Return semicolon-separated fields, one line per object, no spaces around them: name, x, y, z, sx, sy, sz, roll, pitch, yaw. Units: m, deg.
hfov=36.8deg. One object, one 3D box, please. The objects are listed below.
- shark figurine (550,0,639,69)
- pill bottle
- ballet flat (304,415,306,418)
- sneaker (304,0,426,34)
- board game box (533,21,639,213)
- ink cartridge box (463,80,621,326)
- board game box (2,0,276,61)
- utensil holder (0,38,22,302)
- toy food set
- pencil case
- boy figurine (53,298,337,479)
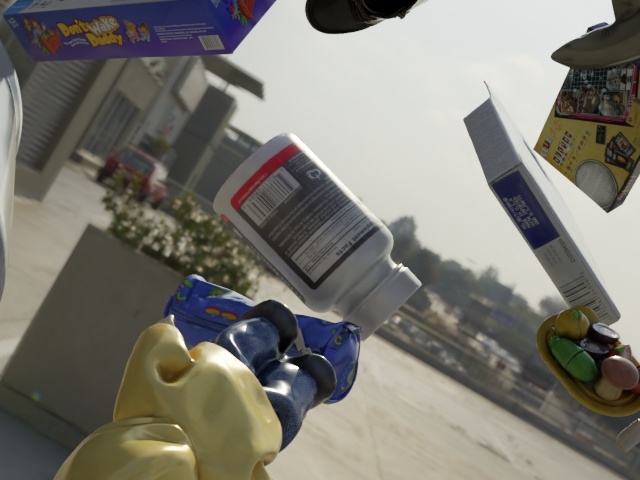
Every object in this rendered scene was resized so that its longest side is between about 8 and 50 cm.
shark figurine;0.403;-0.271;1.131;0.166;0.116;0.278;14;-36;-5
pill bottle;0.000;0.000;1.494;0.318;0.176;0.176;46;0;5
ballet flat;-0.103;0.196;0.855;0.074;0.203;0.074;40;-22;20
sneaker;0.044;-0.270;1.045;0.222;0.118;0.083;-14;-70;43
board game box;0.427;-0.181;1.441;0.165;0.042;0.243;47;-34;26
ink cartridge box;0.343;-0.060;1.545;0.324;0.071;0.330;51;17;-24
board game box;-0.201;-0.329;1.218;0.347;0.233;0.078;5;-43;34
utensil holder;-0.438;-0.064;0.859;0.328;0.327;0.385;31;13;-27
toy food set;0.394;0.164;1.314;0.218;0.128;0.071;53;-32;31
pencil case;-0.089;0.140;1.401;0.306;0.119;0.133;15;-12;26
boy figurine;-0.080;0.140;0.688;0.177;0.092;0.285;53;28;0
